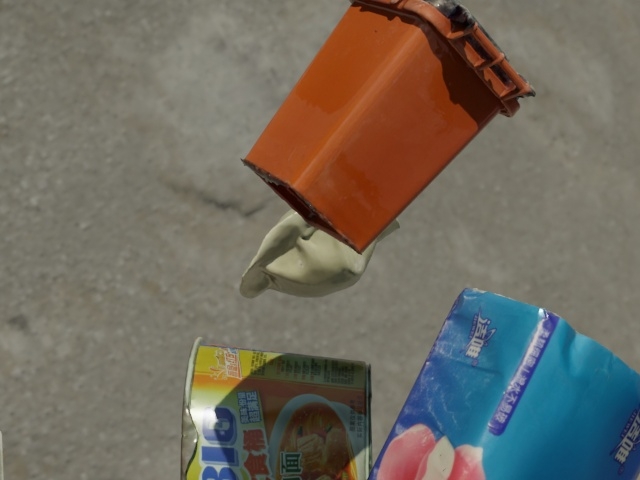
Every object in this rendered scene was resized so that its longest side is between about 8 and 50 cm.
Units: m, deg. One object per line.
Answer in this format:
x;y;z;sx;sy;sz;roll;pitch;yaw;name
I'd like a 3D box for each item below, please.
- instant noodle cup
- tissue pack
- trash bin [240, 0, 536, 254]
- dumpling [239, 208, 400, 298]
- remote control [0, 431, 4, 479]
-0.045;0.255;1.705;0.296;0.214;0.296;0;90;-89;instant noodle cup
0.150;0.200;1.151;0.209;0.137;0.269;37;77;-40;tissue pack
0.060;-0.113;1.328;0.161;0.238;0.184;43;-8;-33;trash bin
0.004;-0.001;1.840;0.166;0.216;0.126;104;-15;-59;dumpling
-0.450;0.253;1.337;0.109;0.313;0.055;-108;-169;-50;remote control
